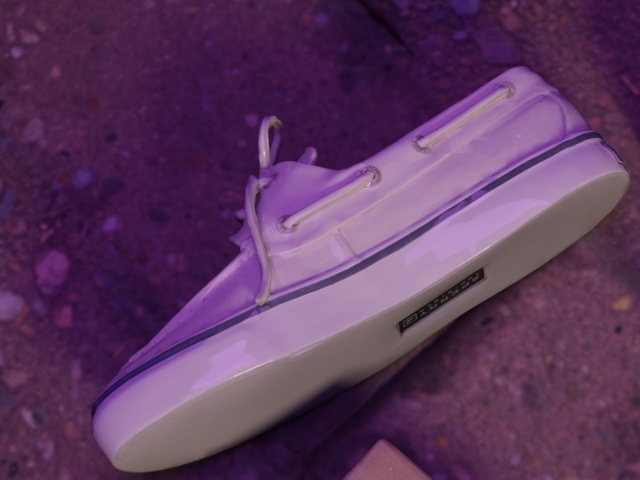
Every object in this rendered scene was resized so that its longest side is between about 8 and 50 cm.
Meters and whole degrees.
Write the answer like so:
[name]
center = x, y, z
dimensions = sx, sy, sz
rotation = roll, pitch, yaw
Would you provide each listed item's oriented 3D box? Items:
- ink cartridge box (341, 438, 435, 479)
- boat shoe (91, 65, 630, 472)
[ink cartridge box]
center = 0.032, 0.265, 0.909
dimensions = 0.193, 0.088, 0.234
rotation = 39, 79, 22
[boat shoe]
center = 0.000, -0.004, 0.992
dimensions = 0.367, 0.136, 0.156
rotation = -31, 67, -6
